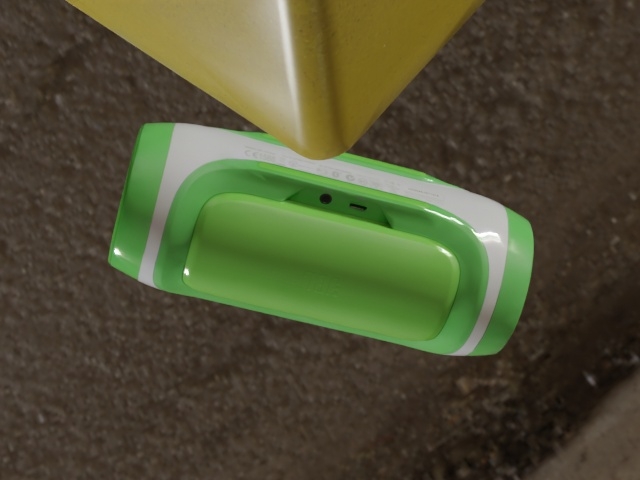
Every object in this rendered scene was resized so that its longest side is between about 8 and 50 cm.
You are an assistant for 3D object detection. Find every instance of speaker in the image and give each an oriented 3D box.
[{"bbox_3d":[0.000,0.000,0.924,0.297,0.131,0.131,14,125,-8],"label":"speaker"}]

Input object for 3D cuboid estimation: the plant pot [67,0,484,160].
[{"bbox_3d":[-0.019,-0.197,0.437,0.212,0.212,0.187,-48,159,-19],"label":"plant pot"}]
